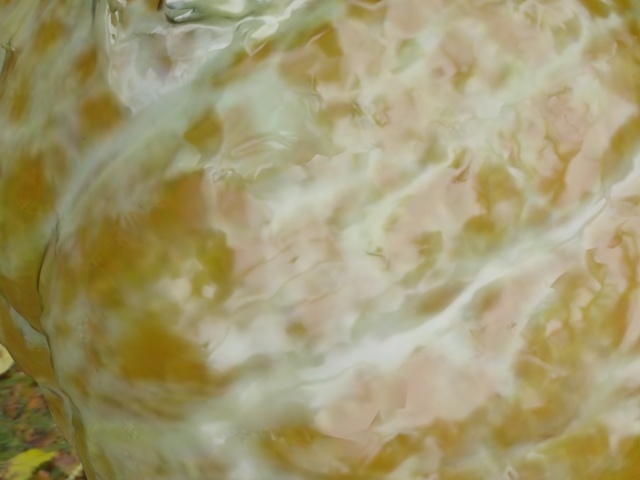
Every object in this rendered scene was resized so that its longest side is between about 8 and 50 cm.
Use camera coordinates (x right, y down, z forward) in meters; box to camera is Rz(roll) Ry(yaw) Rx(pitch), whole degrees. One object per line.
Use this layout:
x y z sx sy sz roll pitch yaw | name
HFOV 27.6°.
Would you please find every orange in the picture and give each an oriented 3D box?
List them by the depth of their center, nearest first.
0.000 0.000 0.497 0.249 0.329 0.329 -26 92 -22 | orange
